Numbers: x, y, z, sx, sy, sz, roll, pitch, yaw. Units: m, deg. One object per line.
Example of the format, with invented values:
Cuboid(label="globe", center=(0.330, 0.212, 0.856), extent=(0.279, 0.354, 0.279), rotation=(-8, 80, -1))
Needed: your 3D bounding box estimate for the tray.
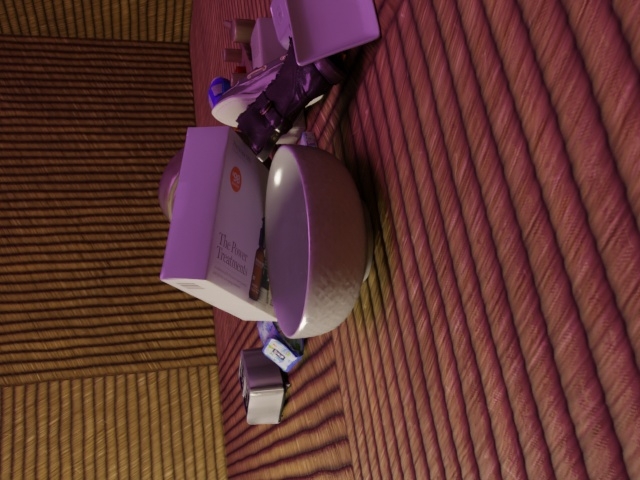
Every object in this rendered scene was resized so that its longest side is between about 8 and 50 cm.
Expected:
Cuboid(label="tray", center=(0.011, -0.419, 1.063), extent=(0.030, 0.145, 0.270), rotation=(45, -148, -64))

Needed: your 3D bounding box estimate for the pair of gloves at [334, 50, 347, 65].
Cuboid(label="pair of gloves", center=(0.030, -0.340, 1.187), extent=(0.074, 0.010, 0.083), rotation=(107, 153, -43))

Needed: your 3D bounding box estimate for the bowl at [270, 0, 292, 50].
Cuboid(label="bowl", center=(-0.065, -0.492, 1.372), extent=(0.142, 0.053, 0.142), rotation=(155, 102, -67))

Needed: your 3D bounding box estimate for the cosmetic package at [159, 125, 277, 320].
Cuboid(label="cosmetic package", center=(-0.163, -0.013, 1.247), extent=(0.377, 0.097, 0.285), rotation=(47, -135, -67))

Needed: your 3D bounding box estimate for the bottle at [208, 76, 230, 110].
Cuboid(label="bottle", center=(-0.329, -0.495, 2.181), extent=(0.283, 0.118, 0.092), rotation=(-120, 31, -55))

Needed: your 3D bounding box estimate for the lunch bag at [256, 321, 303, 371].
Cuboid(label="lunch bag", center=(-0.093, 0.239, 1.561), extent=(0.151, 0.096, 0.129), rotation=(66, 154, 19))

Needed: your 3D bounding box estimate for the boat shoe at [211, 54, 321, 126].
Cuboid(label="boat shoe", center=(-0.110, -0.319, 1.337), extent=(0.305, 0.109, 0.091), rotation=(-10, 62, 40))

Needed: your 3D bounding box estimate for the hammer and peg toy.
Cuboid(label="hammer and peg toy", center=(-0.197, -0.443, 1.736), extent=(0.266, 0.127, 0.361), rotation=(-112, 25, -52))

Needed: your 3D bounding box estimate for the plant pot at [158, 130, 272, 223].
Cuboid(label="plant pot", center=(-0.219, -0.073, 1.628), extent=(0.280, 0.323, 0.323), rotation=(51, 144, 38))

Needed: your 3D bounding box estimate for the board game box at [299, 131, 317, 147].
Cuboid(label="board game box", center=(-0.032, -0.149, 1.397), extent=(0.154, 0.026, 0.103), rotation=(110, 153, -52))

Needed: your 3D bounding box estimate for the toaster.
Cuboid(label="toaster", center=(-0.161, 0.401, 1.771), extent=(0.168, 0.110, 0.186), rotation=(-112, 26, -47))

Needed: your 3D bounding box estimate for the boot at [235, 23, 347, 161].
Cuboid(label="boot", center=(-0.076, -0.289, 1.164), extent=(0.229, 0.091, 0.263), rotation=(-42, 39, 19))

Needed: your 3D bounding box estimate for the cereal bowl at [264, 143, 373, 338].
Cuboid(label="cereal bowl", center=(0.000, 0.000, 1.112), extent=(0.339, 0.141, 0.339), rotation=(177, 90, -73))

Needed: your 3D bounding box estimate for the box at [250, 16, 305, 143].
Cuboid(label="box", center=(-0.102, -0.372, 1.480), extent=(0.113, 0.094, 0.275), rotation=(147, 119, -71))
